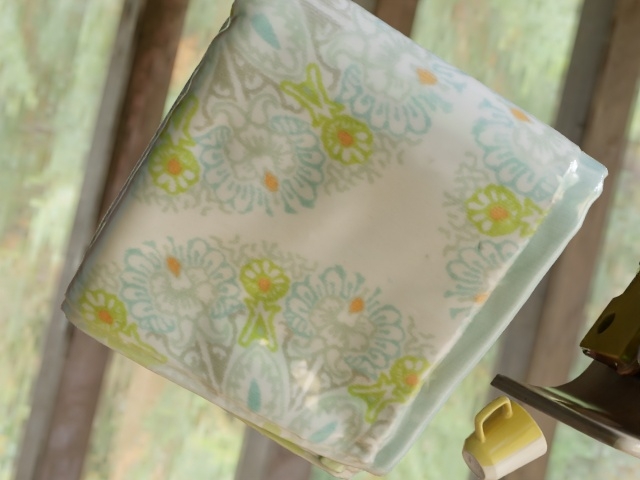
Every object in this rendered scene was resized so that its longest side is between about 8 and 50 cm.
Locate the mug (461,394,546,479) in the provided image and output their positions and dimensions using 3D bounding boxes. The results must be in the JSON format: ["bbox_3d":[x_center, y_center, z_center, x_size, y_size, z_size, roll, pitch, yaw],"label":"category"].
[{"bbox_3d":[0.163,0.185,1.647,0.064,0.078,0.062,-34,10,-18],"label":"mug"}]

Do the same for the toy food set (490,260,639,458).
[{"bbox_3d":[0.221,-0.020,0.997,0.092,0.306,0.220,38,-4,-11],"label":"toy food set"}]

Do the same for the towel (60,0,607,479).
[{"bbox_3d":[0.000,0.000,1.432,0.321,0.374,0.090,30,29,-7],"label":"towel"}]

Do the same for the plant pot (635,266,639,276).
[{"bbox_3d":[0.421,0.071,1.537,0.254,0.276,0.276,-18,0,2],"label":"plant pot"}]
